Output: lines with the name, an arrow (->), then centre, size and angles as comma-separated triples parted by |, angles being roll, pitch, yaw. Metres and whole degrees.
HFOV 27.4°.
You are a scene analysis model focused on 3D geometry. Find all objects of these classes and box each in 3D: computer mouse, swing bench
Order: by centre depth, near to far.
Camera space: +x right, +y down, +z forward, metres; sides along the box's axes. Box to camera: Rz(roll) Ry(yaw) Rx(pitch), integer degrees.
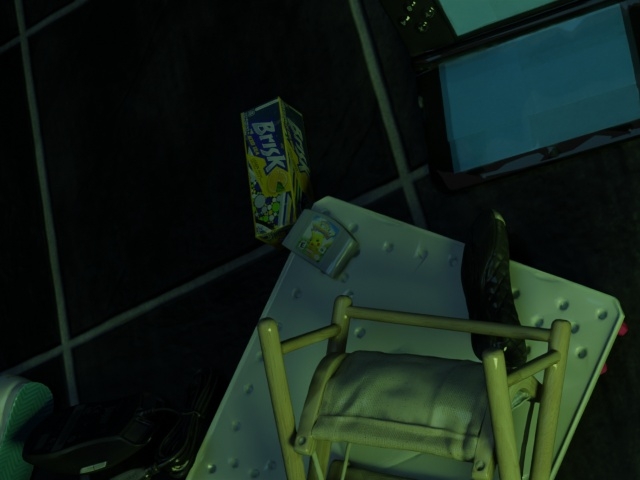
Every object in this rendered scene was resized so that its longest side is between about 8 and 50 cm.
swing bench -> 0.084, 0.197, 1.219 | 0.253, 0.165, 0.254 | 5, 99, 32
computer mouse -> -0.232, 0.246, 1.498 | 0.262, 0.060, 0.184 | -18, 28, 19

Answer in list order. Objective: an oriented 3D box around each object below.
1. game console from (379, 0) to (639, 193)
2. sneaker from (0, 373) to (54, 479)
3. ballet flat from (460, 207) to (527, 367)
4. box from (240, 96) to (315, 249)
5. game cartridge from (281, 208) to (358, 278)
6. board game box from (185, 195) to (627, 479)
game console -> 0.205, -0.223, 1.378 | 0.293, 0.250, 0.173 | -17, 37, 26
sneaker -> -0.412, 0.275, 1.623 | 0.092, 0.087, 0.228 | 11, 71, 42
ballet flat -> 0.173, 0.048, 1.312 | 0.057, 0.049, 0.173 | -36, 46, 49
box -> -0.048, -0.079, 1.544 | 0.059, 0.054, 0.168 | -21, 63, 24
game cartridge -> 0.000, 0.000, 1.447 | 0.083, 0.017, 0.056 | 32, 86, 36
board game box -> 0.076, 0.185, 1.368 | 0.390, 0.050, 0.390 | 21, 83, 36
